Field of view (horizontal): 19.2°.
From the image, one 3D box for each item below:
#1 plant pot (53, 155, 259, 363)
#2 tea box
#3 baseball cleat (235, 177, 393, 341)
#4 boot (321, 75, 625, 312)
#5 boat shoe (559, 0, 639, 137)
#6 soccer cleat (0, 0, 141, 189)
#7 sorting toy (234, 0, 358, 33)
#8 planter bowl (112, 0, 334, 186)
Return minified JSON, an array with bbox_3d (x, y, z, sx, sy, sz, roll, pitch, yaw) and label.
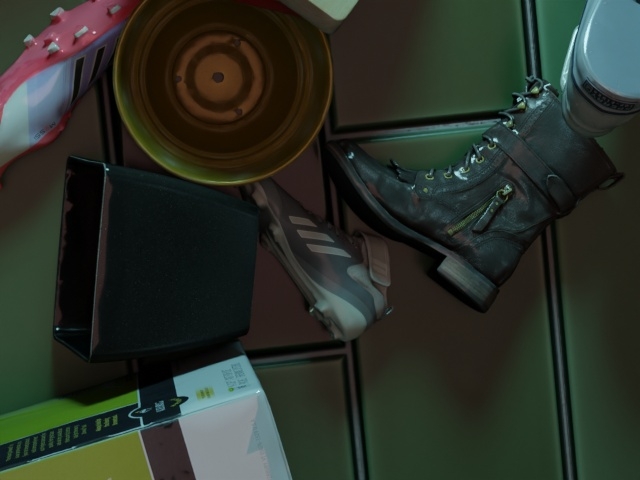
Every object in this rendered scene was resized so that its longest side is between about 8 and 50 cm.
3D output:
[{"bbox_3d":[-0.159,0.021,1.861,0.167,0.187,0.188,5,93,-19],"label":"plant pot"},{"bbox_3d":[-0.188,0.260,1.792,0.323,0.329,0.220,-16,96,-4],"label":"tea box"},{"bbox_3d":[0.000,0.000,1.936,0.109,0.072,0.206,-34,99,-19],"label":"baseball cleat"},{"bbox_3d":[0.156,-0.079,1.940,0.263,0.091,0.229,41,83,-12],"label":"boot"},{"bbox_3d":[0.330,-0.249,1.919,0.135,0.156,0.367,25,62,-3],"label":"boat shoe"},{"bbox_3d":[-0.267,-0.154,1.890,0.248,0.083,0.095,-40,127,-7],"label":"soccer cleat"},{"bbox_3d":[-0.050,-0.328,1.835,0.255,0.089,0.257,35,48,-2],"label":"sorting toy"},{"bbox_3d":[-0.100,-0.163,1.892,0.217,0.090,0.217,0,94,-7],"label":"planter bowl"}]
